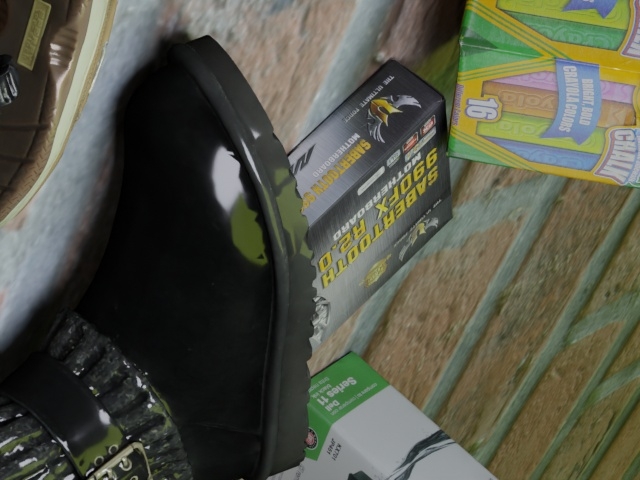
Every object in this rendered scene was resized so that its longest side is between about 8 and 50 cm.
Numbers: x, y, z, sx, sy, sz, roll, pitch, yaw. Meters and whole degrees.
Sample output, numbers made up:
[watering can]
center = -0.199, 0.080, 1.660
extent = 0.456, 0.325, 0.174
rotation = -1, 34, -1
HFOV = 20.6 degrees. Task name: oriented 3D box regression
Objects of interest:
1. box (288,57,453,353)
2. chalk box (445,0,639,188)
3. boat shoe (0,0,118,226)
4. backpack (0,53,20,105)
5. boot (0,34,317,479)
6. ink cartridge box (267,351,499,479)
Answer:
[box]
center = 0.000, 0.000, 1.296
extent = 0.231, 0.056, 0.183
rotation = -43, 156, -16
[chalk box]
center = 0.205, -0.128, 1.232
extent = 0.132, 0.213, 0.132
rotation = 91, 9, -55
[boat shoe]
center = -0.137, -0.089, 0.899
extent = 0.190, 0.068, 0.072
rotation = -61, 167, 23
[backpack]
center = -0.217, -0.046, 0.685
extent = 0.173, 0.117, 0.158
rotation = -64, 162, -18
[boot]
center = -0.140, 0.065, 1.047
extent = 0.260, 0.131, 0.348
rotation = -20, 129, -22
[ink cartridge box]
center = 0.058, 0.227, 1.555
extent = 0.087, 0.208, 0.153
rotation = -29, 150, -40
